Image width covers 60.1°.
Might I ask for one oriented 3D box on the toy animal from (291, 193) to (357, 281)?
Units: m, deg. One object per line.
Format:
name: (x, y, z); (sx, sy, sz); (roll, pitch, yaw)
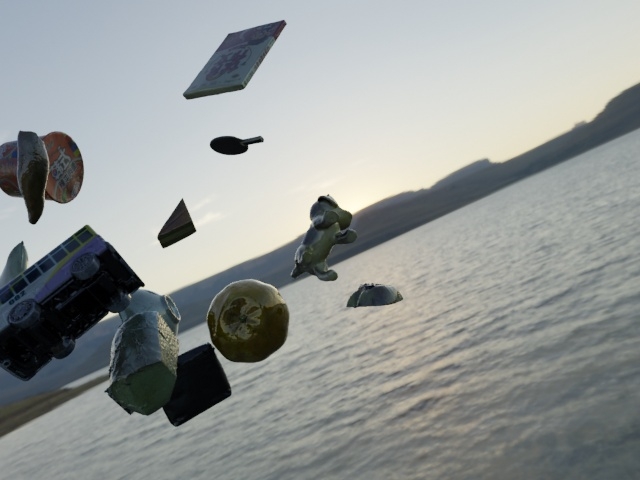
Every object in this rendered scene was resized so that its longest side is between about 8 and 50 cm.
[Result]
toy animal: (0.010, -0.009, 1.387); (0.169, 0.121, 0.233); (-5, 57, 61)

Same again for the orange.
orange: (-0.236, 0.265, 1.821); (0.279, 0.279, 0.235); (-24, -4, -10)

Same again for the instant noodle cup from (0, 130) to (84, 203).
instant noodle cup: (-0.971, -0.247, 1.906); (0.192, 0.250, 0.250); (0, 3, 12)

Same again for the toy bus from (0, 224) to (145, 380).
toy bus: (-0.797, 0.176, 1.673); (0.440, 0.209, 0.249); (-43, 46, -18)

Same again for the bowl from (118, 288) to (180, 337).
bowl: (-0.605, 0.281, 2.031); (0.146, 0.313, 0.313); (-31, -2, -6)

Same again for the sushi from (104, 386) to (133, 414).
sushi: (-0.621, 0.487, 1.818); (0.126, 0.120, 0.026); (-44, 17, -17)

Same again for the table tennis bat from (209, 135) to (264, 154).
table tennis bat: (-0.224, -0.259, 1.488); (0.158, 0.014, 0.095); (-7, -23, 24)

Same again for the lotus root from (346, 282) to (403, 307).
lotus root: (0.182, 0.181, 1.883); (0.183, 0.078, 0.203); (-9, -2, 32)

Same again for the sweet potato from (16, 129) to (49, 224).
sweet potato: (-0.740, -0.164, 1.432); (0.077, 0.243, 0.077); (-5, 1, 0)

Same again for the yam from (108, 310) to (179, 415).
yam: (-0.518, 0.363, 1.623); (0.201, 0.202, 0.271); (-30, 33, -9)

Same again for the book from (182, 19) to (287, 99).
book: (-0.181, -0.389, 1.187); (0.162, 0.022, 0.232); (0, 49, 33)

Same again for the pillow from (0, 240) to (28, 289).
pillow: (-1.044, 0.163, 1.849); (0.075, 0.185, 0.302); (13, -50, -41)

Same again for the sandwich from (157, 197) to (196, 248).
sandwich: (-0.673, -0.078, 2.527); (0.187, 0.144, 0.117); (-28, -28, -14)

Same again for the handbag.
handbag: (-0.450, 0.504, 1.943); (0.247, 0.223, 0.080); (-26, 16, -23)
